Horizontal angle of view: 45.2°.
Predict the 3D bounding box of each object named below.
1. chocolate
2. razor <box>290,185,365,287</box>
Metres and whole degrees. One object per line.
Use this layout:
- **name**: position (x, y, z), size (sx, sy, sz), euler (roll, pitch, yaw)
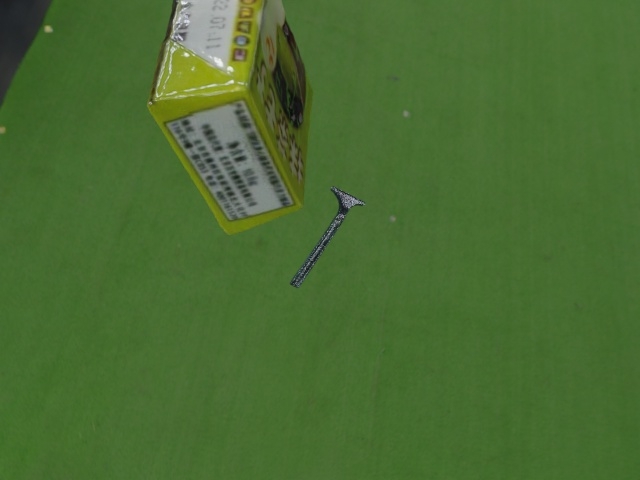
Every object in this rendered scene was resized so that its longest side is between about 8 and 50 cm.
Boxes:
- **chocolate**: position (-0.111, -0.209, 1.109), size (0.136, 0.301, 0.289), euler (-5, 55, 15)
- **razor**: position (0.001, 0.003, 1.303), size (0.066, 0.190, 0.033), euler (27, 19, -18)
